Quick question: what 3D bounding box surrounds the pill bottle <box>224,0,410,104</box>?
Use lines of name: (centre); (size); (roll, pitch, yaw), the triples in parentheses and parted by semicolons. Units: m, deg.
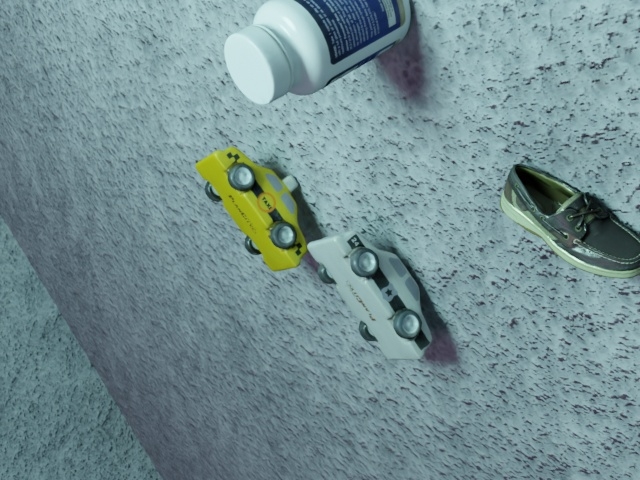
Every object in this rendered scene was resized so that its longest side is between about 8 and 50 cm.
pill bottle: (-0.004, -0.194, 0.802); (0.094, 0.169, 0.094); (37, 147, 30)

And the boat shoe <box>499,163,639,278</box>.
boat shoe: (0.223, -0.019, 0.765); (0.152, 0.056, 0.049); (33, 150, 35)

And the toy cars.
toy cars: (0.000, 0.000, 1.106); (0.394, 0.087, 0.176); (36, 152, 26)
